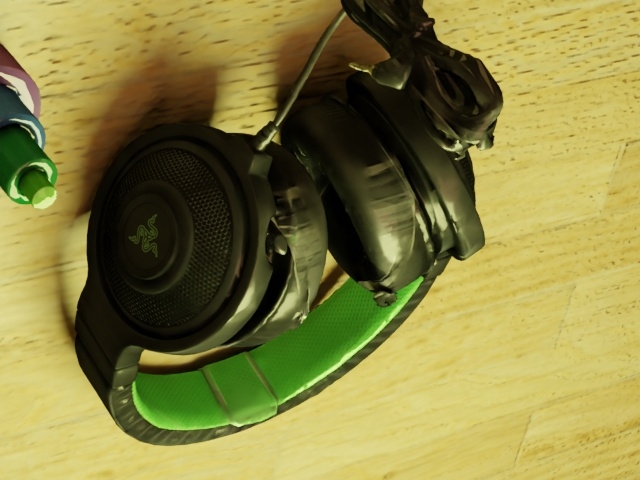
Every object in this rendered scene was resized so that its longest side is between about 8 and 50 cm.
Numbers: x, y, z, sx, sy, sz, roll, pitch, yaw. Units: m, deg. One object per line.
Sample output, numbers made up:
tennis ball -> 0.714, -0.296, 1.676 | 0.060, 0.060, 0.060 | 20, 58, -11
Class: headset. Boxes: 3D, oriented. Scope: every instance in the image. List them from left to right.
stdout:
headset -> 0.000, 0.000, 1.142 | 0.243, 0.185, 0.394 | -19, 147, -29

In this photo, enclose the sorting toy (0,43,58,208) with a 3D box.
sorting toy -> -0.274, -0.035, 0.915 | 0.365, 0.126, 0.127 | -5, 127, -38
